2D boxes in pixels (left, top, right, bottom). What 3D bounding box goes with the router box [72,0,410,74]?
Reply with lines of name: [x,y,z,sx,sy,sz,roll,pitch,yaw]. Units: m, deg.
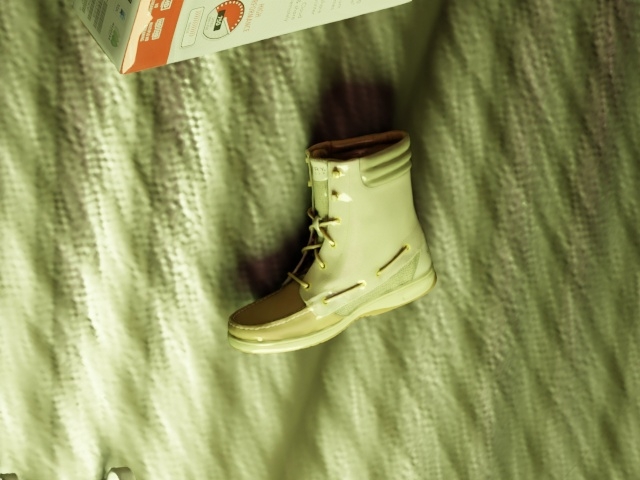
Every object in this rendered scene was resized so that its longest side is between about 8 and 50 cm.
router box: [-0.014,-0.302,1.461,0.301,0.082,0.335,-19,148,-33]

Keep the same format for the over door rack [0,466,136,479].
over door rack: [-0.288,0.366,1.716,0.239,0.108,0.324,1,110,-25]

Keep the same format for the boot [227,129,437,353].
boot: [0.000,0.000,1.721,0.213,0.077,0.165,-22,119,-22]
